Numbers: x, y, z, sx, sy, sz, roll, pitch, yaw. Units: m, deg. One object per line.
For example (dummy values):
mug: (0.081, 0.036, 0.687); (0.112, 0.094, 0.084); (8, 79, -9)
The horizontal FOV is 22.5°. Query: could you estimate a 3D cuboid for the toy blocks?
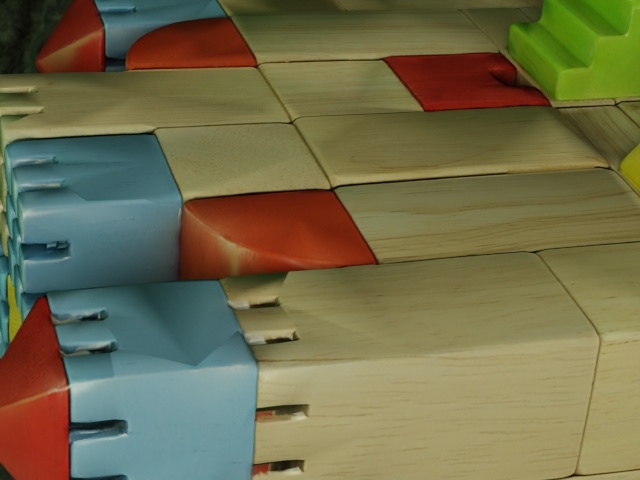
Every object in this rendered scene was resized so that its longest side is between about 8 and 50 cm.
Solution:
toy blocks: (0.000, 0.000, 0.563); (0.381, 0.260, 0.191); (-119, 29, -57)
